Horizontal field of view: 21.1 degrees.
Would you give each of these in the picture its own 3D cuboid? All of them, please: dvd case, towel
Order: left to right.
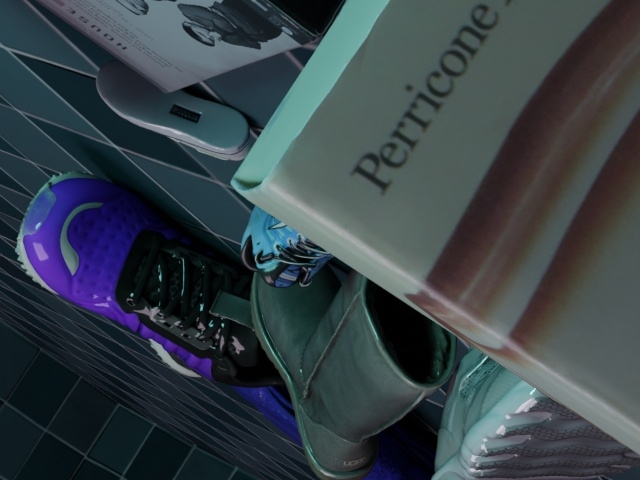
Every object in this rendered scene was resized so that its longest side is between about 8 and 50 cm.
[{"bbox_3d":[-0.104,-0.139,0.793,0.179,0.030,0.238,36,168,-16],"label":"dvd case"},{"bbox_3d":[0.024,0.179,1.659,0.227,0.076,0.308,32,171,34],"label":"towel"}]

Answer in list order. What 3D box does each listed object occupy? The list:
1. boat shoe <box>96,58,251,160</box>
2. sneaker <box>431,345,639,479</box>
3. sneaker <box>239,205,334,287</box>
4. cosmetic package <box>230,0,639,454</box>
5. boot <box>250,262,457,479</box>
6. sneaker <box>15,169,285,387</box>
[{"bbox_3d":[-0.084,-0.073,0.999,0.100,0.035,0.035,22,163,12],"label":"boat shoe"},{"bbox_3d":[0.114,0.077,0.941,0.105,0.115,0.281,4,155,-16],"label":"sneaker"},{"bbox_3d":[0.000,0.000,0.979,0.063,0.073,0.162,36,167,-17],"label":"sneaker"},{"bbox_3d":[0.141,0.006,0.424,0.296,0.153,0.129,32,180,-6],"label":"cosmetic package"},{"bbox_3d":[0.016,0.046,1.085,0.208,0.076,0.190,102,148,-63],"label":"boot"},{"bbox_3d":[-0.108,0.039,1.375,0.146,0.102,0.293,16,165,40],"label":"sneaker"}]
